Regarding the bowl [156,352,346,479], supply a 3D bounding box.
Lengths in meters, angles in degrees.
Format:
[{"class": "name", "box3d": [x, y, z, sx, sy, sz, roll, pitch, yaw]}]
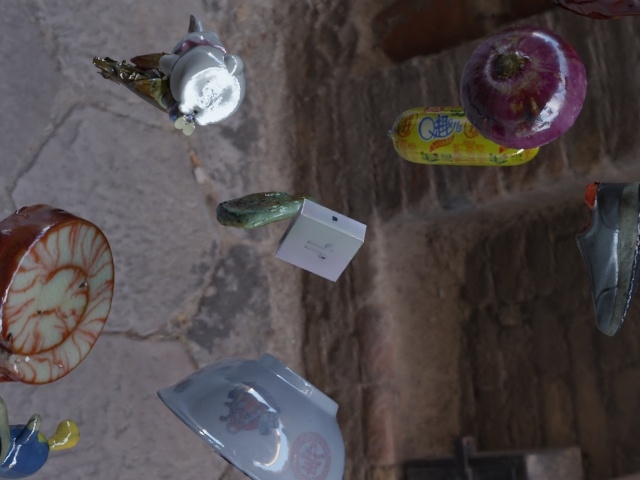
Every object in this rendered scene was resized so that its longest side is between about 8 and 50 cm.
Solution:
[{"class": "bowl", "box3d": [-0.073, 0.277, 1.491, 0.345, 0.345, 0.157, 41, 80, -35]}]

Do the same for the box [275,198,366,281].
[{"class": "box", "box3d": [0.000, 0.000, 1.816, 0.129, 0.130, 0.051, 24, 45, -10]}]

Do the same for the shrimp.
[{"class": "shrimp", "box3d": [-0.364, -0.357, 2.078, 0.287, 0.152, 0.063, 24, 50, 3]}]

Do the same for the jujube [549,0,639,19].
[{"class": "jujube", "box3d": [0.363, -0.332, 1.002, 0.216, 0.342, 0.216, -11, 106, -41]}]

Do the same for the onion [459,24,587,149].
[{"class": "onion", "box3d": [0.285, -0.214, 1.351, 0.153, 0.177, 0.177, 19, 65, -34]}]

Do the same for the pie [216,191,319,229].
[{"class": "pie", "box3d": [-0.122, -0.071, 2.199, 0.240, 0.240, 0.054, -19, 110, -50]}]

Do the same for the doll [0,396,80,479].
[{"class": "doll", "box3d": [-0.315, 0.186, 0.919, 0.179, 0.102, 0.089, 20, 51, -67]}]

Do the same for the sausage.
[{"class": "sausage", "box3d": [0.303, -0.218, 2.007, 0.123, 0.347, 0.123, 2, 90, -71]}]

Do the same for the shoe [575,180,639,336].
[{"class": "shoe", "box3d": [0.335, 0.017, 1.123, 0.074, 0.077, 0.195, -40, 138, -55]}]

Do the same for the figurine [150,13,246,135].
[{"class": "figurine", "box3d": [-0.212, -0.286, 1.635, 0.127, 0.155, 0.235, 21, 21, -29]}]

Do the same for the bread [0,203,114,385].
[{"class": "bread", "box3d": [-0.506, 0.094, 1.752, 0.295, 0.114, 0.328, -43, 143, -46]}]
